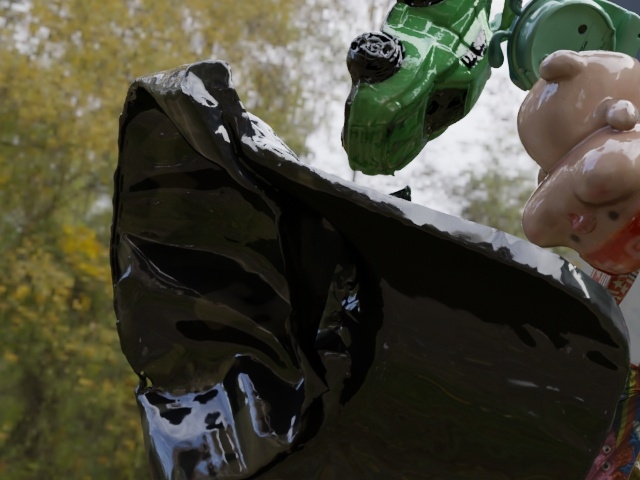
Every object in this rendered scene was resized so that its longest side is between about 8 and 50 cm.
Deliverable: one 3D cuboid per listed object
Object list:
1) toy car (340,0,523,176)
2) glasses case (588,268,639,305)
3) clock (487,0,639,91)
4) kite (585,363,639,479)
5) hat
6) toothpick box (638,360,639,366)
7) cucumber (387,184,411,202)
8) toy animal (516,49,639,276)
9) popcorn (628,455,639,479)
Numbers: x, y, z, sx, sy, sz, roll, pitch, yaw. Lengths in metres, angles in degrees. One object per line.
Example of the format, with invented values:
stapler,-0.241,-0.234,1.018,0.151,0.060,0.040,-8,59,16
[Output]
toy car,0.152,-0.248,1.741,0.176,0.359,0.213,21,-32,12
glasses case,0.434,0.021,1.832,0.049,0.194,0.073,20,12,-15
clock,0.302,-0.242,1.617,0.188,0.148,0.060,17,13,-24
kite,0.187,0.165,1.032,0.234,0.321,0.016,-25,17,-15
hat,0.020,0.048,0.960,0.381,0.366,0.257,9,31,-5
toothpick box,0.442,0.165,1.623,0.083,0.047,0.047,6,-10,18
cucumber,0.000,0.000,1.682,0.284,0.056,0.056,-26,-26,26
toy animal,0.260,-0.066,1.177,0.171,0.198,0.171,-19,-20,-7
popcorn,0.362,0.284,1.772,0.293,0.293,0.237,15,-15,-31
